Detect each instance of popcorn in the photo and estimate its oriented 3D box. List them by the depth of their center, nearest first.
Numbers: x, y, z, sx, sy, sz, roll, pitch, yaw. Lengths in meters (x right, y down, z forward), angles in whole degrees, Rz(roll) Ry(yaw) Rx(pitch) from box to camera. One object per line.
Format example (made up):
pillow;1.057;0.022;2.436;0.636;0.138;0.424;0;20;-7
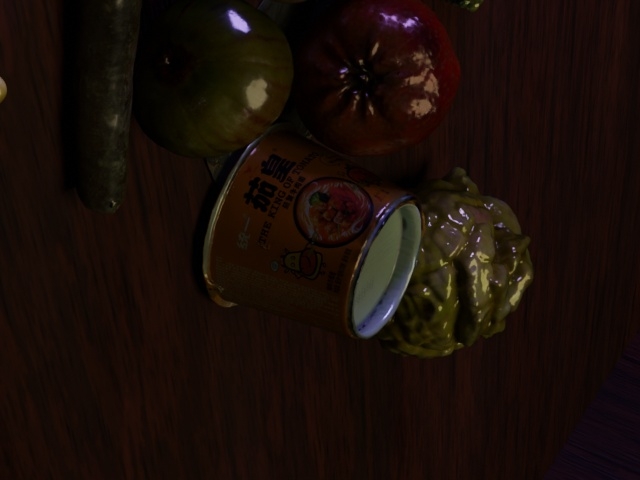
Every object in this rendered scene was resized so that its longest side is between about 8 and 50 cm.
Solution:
popcorn;0.163;0.035;2.121;0.259;0.212;0.259;-43;150;-31

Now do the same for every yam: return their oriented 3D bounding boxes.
yam;-0.184;-0.149;1.410;0.061;0.061;0.274;-37;143;-49

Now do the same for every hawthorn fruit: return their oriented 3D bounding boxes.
hawthorn fruit;0.061;-0.181;1.756;0.200;0.179;0.179;-58;164;-72

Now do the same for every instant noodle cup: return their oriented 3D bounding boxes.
instant noodle cup;0.000;0.000;1.764;0.216;0.172;0.216;-49;151;-39

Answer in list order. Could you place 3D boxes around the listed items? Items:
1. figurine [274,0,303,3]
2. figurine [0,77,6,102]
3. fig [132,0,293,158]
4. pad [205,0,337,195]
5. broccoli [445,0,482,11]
figurine;0.056;-0.317;1.497;0.222;0.324;0.124;-20;85;-62
figurine;-0.272;-0.105;1.271;0.083;0.050;0.047;-61;161;-14
fig;-0.071;-0.146;1.539;0.259;0.151;0.151;2;109;-66
pad;-0.018;-0.201;1.771;0.367;0.007;0.247;-56;154;-23
broccoli;0.309;-0.352;1.922;0.252;0.361;0.221;-109;-147;-62
